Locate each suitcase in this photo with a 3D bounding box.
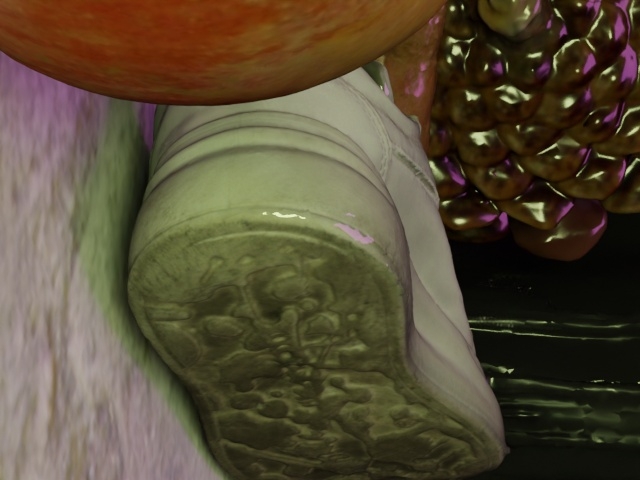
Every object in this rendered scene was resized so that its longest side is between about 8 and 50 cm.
[{"bbox_3d":[0.174,0.075,1.077,0.345,0.339,0.188,-64,154,-69],"label":"suitcase"}]

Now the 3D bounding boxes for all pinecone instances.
[{"bbox_3d":[0.100,-0.128,0.990,0.264,0.264,0.264,-2,90,-79],"label":"pinecone"}]

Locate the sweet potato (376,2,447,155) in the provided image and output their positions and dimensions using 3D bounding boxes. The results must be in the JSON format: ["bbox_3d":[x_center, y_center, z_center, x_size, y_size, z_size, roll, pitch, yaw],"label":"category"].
[{"bbox_3d":[0.013,-0.021,0.869,0.072,0.066,0.314,-12,117,-38],"label":"sweet potato"}]

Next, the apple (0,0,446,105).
[{"bbox_3d":[-0.039,-0.135,0.460,0.209,0.164,0.209,6,90,-71],"label":"apple"}]

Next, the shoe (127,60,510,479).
[{"bbox_3d":[0.000,0.000,0.767,0.316,0.124,0.159,65,18,-65],"label":"shoe"}]
